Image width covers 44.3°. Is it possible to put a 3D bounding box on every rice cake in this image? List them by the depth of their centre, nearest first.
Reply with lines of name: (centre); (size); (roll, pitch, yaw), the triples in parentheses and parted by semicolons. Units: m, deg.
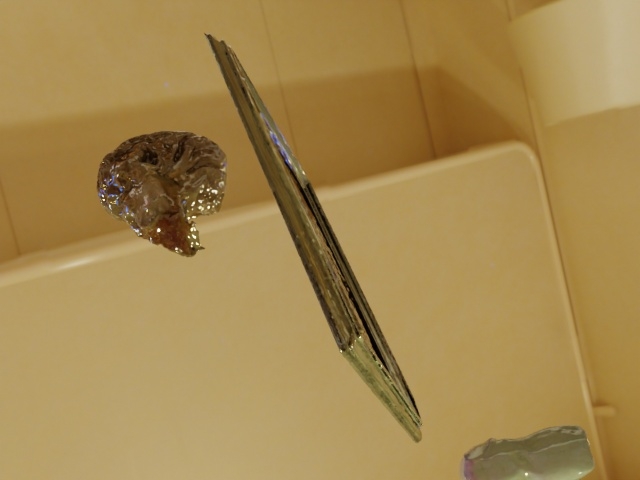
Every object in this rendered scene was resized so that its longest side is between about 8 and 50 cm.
rice cake: (0.142, 0.167, 0.584); (0.080, 0.042, 0.222); (-16, 162, 3)

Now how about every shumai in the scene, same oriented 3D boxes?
shumai: (-0.228, -0.067, 1.191); (0.205, 0.166, 0.175); (-12, -149, -15)

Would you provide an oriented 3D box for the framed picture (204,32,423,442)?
framed picture: (0.000, 0.000, 0.619); (0.018, 0.293, 0.231); (-28, 148, 4)
